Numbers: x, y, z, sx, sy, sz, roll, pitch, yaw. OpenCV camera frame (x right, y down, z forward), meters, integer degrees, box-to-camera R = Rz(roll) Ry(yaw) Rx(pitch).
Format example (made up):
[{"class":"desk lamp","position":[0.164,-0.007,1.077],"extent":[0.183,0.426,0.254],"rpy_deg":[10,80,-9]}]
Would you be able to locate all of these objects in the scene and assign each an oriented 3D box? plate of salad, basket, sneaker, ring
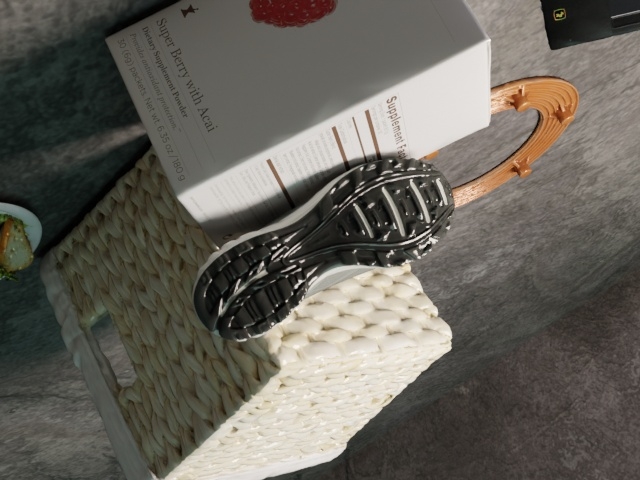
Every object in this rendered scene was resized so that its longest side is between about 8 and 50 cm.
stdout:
[{"class":"plate of salad","position":[-0.389,0.024,1.079],"extent":[0.199,0.048,0.200],"rpy_deg":[-23,159,-9]},{"class":"basket","position":[-0.087,0.078,1.184],"extent":[0.331,0.328,0.266],"rpy_deg":[0,142,-48]},{"class":"sneaker","position":[0.000,0.000,0.951],"extent":[0.271,0.100,0.108],"rpy_deg":[-25,-174,-13]},{"class":"ring","position":[0.228,-0.119,1.485],"extent":[0.336,0.032,0.336],"rpy_deg":[-24,158,-10]}]

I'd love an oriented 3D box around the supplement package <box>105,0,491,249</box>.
[{"class":"supplement package","position":[-0.012,-0.146,0.943],"extent":[0.293,0.178,0.175],"rpy_deg":[-27,160,0]}]

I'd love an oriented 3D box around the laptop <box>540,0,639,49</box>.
[{"class":"laptop","position":[0.297,-0.311,0.893],"extent":[0.234,0.264,0.136],"rpy_deg":[-11,-162,11]}]
